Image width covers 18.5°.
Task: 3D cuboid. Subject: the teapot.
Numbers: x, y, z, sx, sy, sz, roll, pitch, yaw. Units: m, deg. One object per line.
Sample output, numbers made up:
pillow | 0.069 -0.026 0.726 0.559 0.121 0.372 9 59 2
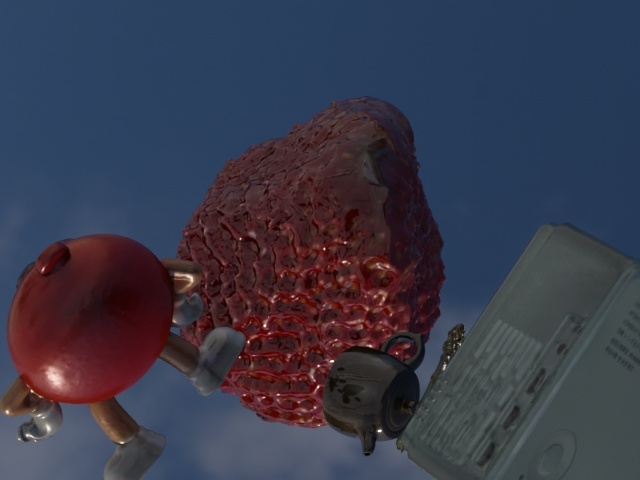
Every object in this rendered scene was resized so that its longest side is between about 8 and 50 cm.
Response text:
teapot | 0.053 0.124 1.623 0.068 0.076 0.121 14 -122 32

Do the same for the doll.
doll | -0.162 0.076 1.442 0.183 0.217 0.085 -49 -135 -8

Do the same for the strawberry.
strawberry | 0.000 0.000 1.888 0.351 0.267 0.312 118 -20 -62

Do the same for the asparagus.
asparagus | 0.080 0.110 1.440 0.166 0.016 0.013 112 -8 -49

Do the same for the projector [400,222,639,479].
projector | 0.185 0.116 1.327 0.099 0.256 0.192 34 -91 42
